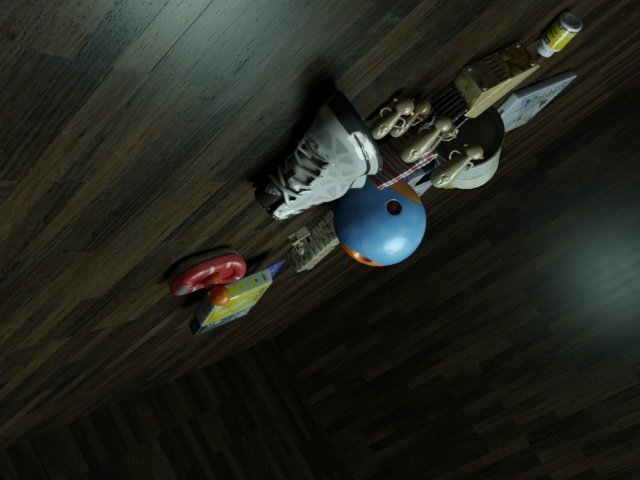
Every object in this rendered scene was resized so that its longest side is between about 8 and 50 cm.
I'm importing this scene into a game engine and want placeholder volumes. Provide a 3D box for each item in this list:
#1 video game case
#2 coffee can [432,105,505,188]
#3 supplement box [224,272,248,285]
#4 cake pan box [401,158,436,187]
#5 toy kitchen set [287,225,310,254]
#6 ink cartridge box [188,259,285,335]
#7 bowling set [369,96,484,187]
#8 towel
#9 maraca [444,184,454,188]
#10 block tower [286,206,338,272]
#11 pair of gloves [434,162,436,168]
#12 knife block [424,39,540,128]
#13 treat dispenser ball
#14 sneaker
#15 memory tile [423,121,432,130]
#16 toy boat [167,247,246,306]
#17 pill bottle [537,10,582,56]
[{"bbox_3d":[0.724,-0.475,2.184,0.329,0.036,0.300,-26,167,-29],"label":"video game case"},{"bbox_3d":[0.443,-0.283,1.822,0.202,0.201,0.275,-33,166,6],"label":"coffee can"},{"bbox_3d":[-0.292,0.143,2.103,0.083,0.055,0.043,-33,167,2],"label":"supplement box"},{"bbox_3d":[0.334,-0.216,2.190,0.246,0.070,0.267,-26,166,-37],"label":"cake pan box"},{"bbox_3d":[-0.056,0.000,2.077,0.075,0.068,0.083,-34,169,10],"label":"toy kitchen set"},{"bbox_3d":[-0.281,0.204,2.086,0.307,0.072,0.303,-19,161,-32],"label":"ink cartridge box"},{"bbox_3d":[0.263,-0.293,1.531,0.154,0.287,0.199,-41,-150,32],"label":"bowling set"},{"bbox_3d":[0.202,-0.226,1.648,0.197,0.144,0.029,-31,139,-9],"label":"towel"},{"bbox_3d":[0.528,-0.283,2.345,0.127,0.099,0.185,-22,139,-49],"label":"maraca"},{"bbox_3d":[0.000,0.000,2.170,0.097,0.091,0.335,-20,163,-41],"label":"block tower"},{"bbox_3d":[0.455,-0.283,2.098,0.198,0.023,0.159,-50,146,-6],"label":"pair of gloves"},{"bbox_3d":[0.415,-0.391,1.619,0.276,0.088,0.242,-29,169,-16],"label":"knife block"},{"bbox_3d":[0.185,-0.063,1.890,0.288,0.288,0.288,-30,168,-7],"label":"treat dispenser ball"},{"bbox_3d":[-0.021,-0.145,1.322,0.258,0.169,0.447,-32,171,-6],"label":"sneaker"},{"bbox_3d":[0.290,-0.313,1.806,0.113,0.012,0.148,-32,169,4],"label":"memory tile"},{"bbox_3d":[-0.307,0.119,1.725,0.231,0.151,0.151,-19,163,-46],"label":"toy boat"},{"bbox_3d":[0.626,-0.540,1.590,0.065,0.065,0.116,-26,166,-27],"label":"pill bottle"}]
